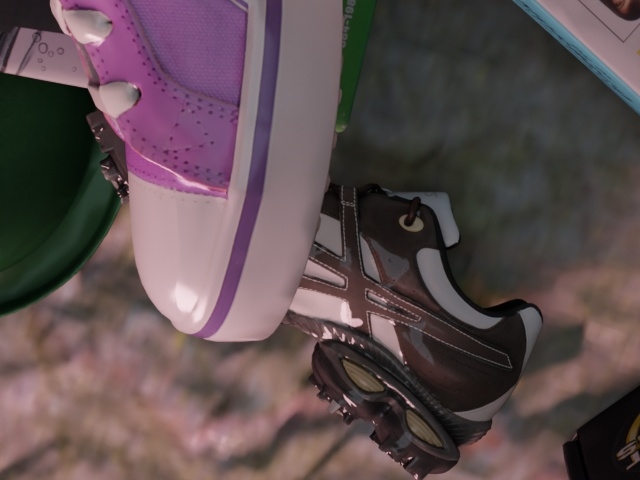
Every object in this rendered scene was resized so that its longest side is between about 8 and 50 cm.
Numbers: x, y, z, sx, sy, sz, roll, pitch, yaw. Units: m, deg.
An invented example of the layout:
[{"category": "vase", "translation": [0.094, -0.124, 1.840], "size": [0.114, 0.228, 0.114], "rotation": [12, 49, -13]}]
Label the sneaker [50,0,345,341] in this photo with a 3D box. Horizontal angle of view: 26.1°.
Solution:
[{"category": "sneaker", "translation": [-0.080, -0.108, 0.383], "size": [0.161, 0.102, 0.282], "rotation": [-4, 96, -17]}]

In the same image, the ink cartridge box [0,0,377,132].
[{"category": "ink cartridge box", "translation": [-0.082, -0.131, 0.472], "size": [0.208, 0.087, 0.153], "rotation": [8, 103, -22]}]

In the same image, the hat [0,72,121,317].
[{"category": "hat", "translation": [-0.170, -0.025, 0.489], "size": [0.173, 0.183, 0.208], "rotation": [6, 101, 4]}]

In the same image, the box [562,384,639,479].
[{"category": "box", "translation": [0.261, 0.027, 0.392], "size": [0.395, 0.318, 0.097], "rotation": [-36, 96, 11]}]

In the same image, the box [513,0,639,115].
[{"category": "box", "translation": [0.111, -0.109, 0.464], "size": [0.244, 0.060, 0.100], "rotation": [36, 101, -27]}]

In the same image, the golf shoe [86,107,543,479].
[{"category": "golf shoe", "translation": [0.000, 0.000, 0.542], "size": [0.198, 0.077, 0.094], "rotation": [42, 90, -10]}]
